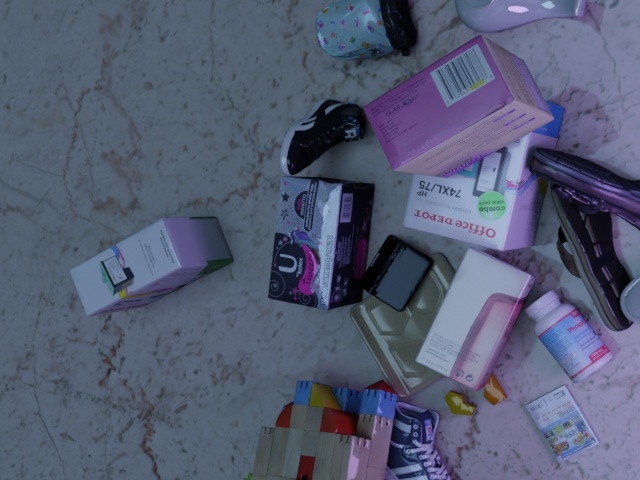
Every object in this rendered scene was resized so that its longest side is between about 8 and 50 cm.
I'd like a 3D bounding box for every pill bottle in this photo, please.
[{"bbox_3d":[0.445,0.171,1.725,0.087,0.087,0.160,-42,75,22],"label":"pill bottle"}]

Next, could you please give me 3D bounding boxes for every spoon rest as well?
[{"bbox_3d":[0.369,-0.444,1.753,0.276,0.084,0.137,19,100,38],"label":"spoon rest"}]

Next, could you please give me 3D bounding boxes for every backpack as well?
[{"bbox_3d":[0.083,-0.424,1.867,0.182,0.115,0.151,-10,90,29],"label":"backpack"}]

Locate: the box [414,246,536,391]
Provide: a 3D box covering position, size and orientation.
[{"bbox_3d":[0.286,0.143,1.744,0.127,0.149,0.232,26,94,17],"label":"box"}]

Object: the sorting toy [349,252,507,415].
[{"bbox_3d":[0.222,0.209,1.870,0.229,0.041,0.307,-34,77,19],"label":"sorting toy"}]

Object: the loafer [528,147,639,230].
[{"bbox_3d":[0.486,-0.068,1.626,0.303,0.109,0.095,18,114,-11],"label":"loafer"}]

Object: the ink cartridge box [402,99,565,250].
[{"bbox_3d":[0.296,-0.134,1.724,0.198,0.197,0.270,15,99,26],"label":"ink cartridge box"}]

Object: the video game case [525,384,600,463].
[{"bbox_3d":[0.449,0.341,1.773,0.087,0.011,0.122,-34,77,23],"label":"video game case"}]

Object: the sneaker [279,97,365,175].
[{"bbox_3d":[0.015,-0.205,1.866,0.121,0.217,0.079,9,138,28],"label":"sneaker"}]

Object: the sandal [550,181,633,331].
[{"bbox_3d":[0.467,0.022,1.697,0.086,0.120,0.302,-21,87,53],"label":"sandal"}]

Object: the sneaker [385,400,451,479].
[{"bbox_3d":[0.212,0.434,1.848,0.282,0.099,0.153,40,111,23],"label":"sneaker"}]

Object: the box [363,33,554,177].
[{"bbox_3d":[0.224,-0.203,1.511,0.214,0.243,0.117,-30,77,25],"label":"box"}]

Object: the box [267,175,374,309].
[{"bbox_3d":[0.000,0.000,1.898,0.142,0.163,0.247,8,96,27],"label":"box"}]

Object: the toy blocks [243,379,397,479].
[{"bbox_3d":[0.002,0.396,1.877,0.381,0.191,0.260,-8,67,49],"label":"toy blocks"}]

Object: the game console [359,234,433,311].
[{"bbox_3d":[0.147,0.063,1.880,0.071,0.107,0.122,31,92,-20],"label":"game console"}]

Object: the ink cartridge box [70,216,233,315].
[{"bbox_3d":[-0.365,0.055,2.063,0.278,0.201,0.117,-26,80,25],"label":"ink cartridge box"}]

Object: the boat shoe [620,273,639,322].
[{"bbox_3d":[0.663,0.076,1.609,0.303,0.091,0.114,-20,64,28],"label":"boat shoe"}]
